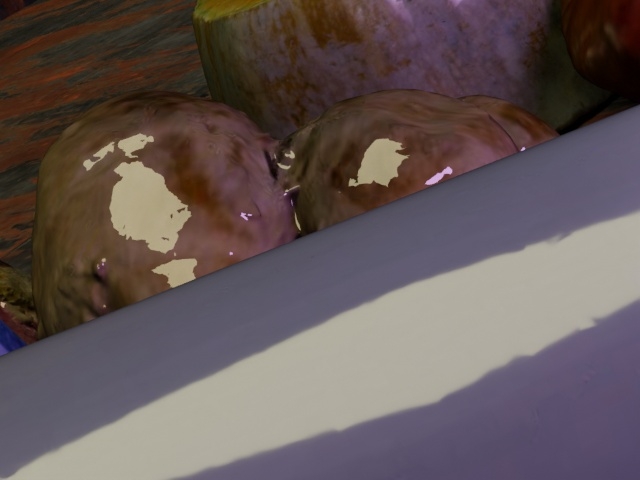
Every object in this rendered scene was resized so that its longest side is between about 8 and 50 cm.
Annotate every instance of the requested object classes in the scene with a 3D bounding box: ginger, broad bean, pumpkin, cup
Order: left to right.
[{"bbox_3d":[0.000,0.000,0.934,0.304,0.155,0.244,-4,21,-5],"label":"ginger"},{"bbox_3d":[0.052,-0.166,1.319,0.332,0.199,0.332,-25,14,7],"label":"pumpkin"},{"bbox_3d":[0.047,0.085,0.536,0.312,0.205,0.205,-23,17,7],"label":"cup"},{"bbox_3d":[0.229,-0.145,1.122,0.156,0.122,0.228,-35,12,8],"label":"broad bean"}]

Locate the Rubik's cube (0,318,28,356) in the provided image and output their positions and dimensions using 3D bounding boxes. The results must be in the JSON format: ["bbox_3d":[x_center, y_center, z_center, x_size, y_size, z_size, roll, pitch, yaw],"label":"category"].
[{"bbox_3d":[-0.309,0.112,0.703,0.292,0.287,0.293,-10,42,43],"label":"Rubik's cube"}]

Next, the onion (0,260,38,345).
[{"bbox_3d":[-0.217,0.099,1.009,0.195,0.159,0.159,-55,9,17],"label":"onion"}]
